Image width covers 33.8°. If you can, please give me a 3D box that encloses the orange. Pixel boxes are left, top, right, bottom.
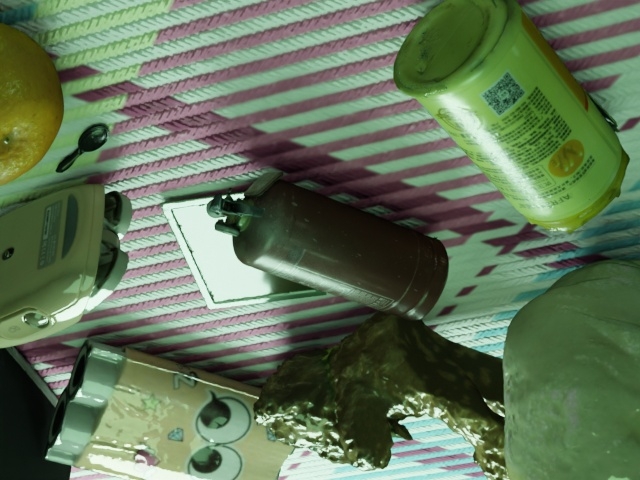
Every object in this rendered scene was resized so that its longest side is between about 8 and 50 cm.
[{"bbox_3d":[-0.300,-0.120,0.905,0.154,0.134,0.155,-31,151,-19],"label":"orange"}]

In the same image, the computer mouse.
[{"bbox_3d":[-0.290,0.030,1.072,0.236,0.145,0.082,-22,140,22],"label":"computer mouse"}]

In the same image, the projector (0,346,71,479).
[{"bbox_3d":[-0.481,0.294,1.179,0.242,0.405,0.395,-9,138,11],"label":"projector"}]

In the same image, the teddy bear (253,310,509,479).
[{"bbox_3d":[0.088,0.205,1.211,0.296,0.246,0.223,37,114,3],"label":"teddy bear"}]

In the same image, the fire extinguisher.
[{"bbox_3d":[0.000,0.000,1.054,0.268,0.105,0.105,21,135,-27],"label":"fire extinguisher"}]

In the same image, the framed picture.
[{"bbox_3d":[-0.080,0.009,1.147,0.141,0.011,0.183,-8,138,9],"label":"framed picture"}]

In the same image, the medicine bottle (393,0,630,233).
[{"bbox_3d":[0.179,-0.107,0.931,0.124,0.124,0.239,-27,133,28],"label":"medicine bottle"}]

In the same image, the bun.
[{"bbox_3d":[0.340,0.191,1.089,0.219,0.365,0.365,-4,142,34],"label":"bun"}]

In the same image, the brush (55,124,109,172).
[{"bbox_3d":[-0.236,-0.089,1.037,0.024,0.008,0.083,31,131,-34],"label":"brush"}]

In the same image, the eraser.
[{"bbox_3d":[-0.180,0.232,1.325,0.290,0.087,0.171,20,107,-20],"label":"eraser"}]
